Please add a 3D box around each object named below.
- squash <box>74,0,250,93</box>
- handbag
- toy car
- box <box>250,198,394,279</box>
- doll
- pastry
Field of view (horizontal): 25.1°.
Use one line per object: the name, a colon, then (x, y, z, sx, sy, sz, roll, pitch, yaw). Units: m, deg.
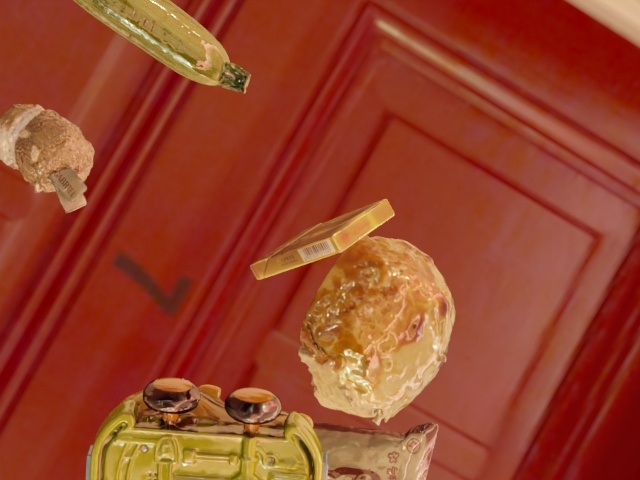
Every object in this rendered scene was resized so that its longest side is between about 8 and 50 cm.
squash: (-0.190, -0.245, 1.639, 0.066, 0.252, 0.066, -50, -164, 20)
handbag: (0.022, 0.305, 1.723, 0.127, 0.235, 0.213, -53, 148, -68)
toy car: (-0.117, 0.233, 1.509, 0.142, 0.247, 0.200, -94, -167, -76)
box: (0.000, 0.000, 1.499, 0.089, 0.022, 0.156, -32, -172, -35)
doll: (-0.385, -0.125, 2.041, 0.221, 0.115, 0.105, 36, -47, 47)
pastry: (0.098, 0.128, 2.021, 0.256, 0.170, 0.237, -44, 144, -20)
